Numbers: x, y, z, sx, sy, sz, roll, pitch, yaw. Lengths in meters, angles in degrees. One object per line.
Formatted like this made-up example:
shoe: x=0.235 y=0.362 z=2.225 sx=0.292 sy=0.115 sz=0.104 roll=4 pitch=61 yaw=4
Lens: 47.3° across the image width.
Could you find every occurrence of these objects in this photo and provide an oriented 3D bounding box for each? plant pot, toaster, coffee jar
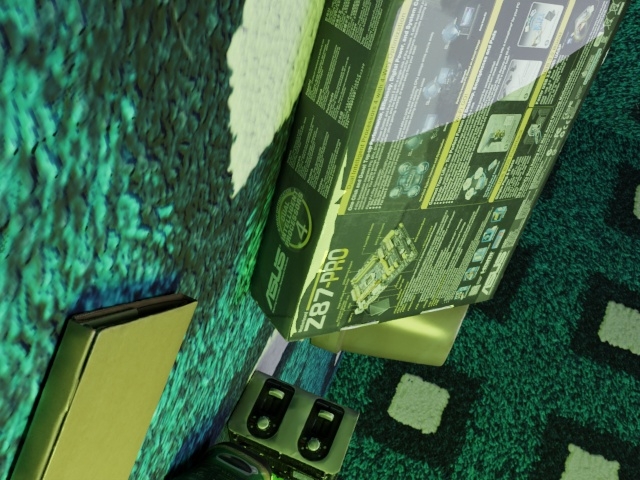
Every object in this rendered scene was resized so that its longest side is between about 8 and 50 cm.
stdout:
plant pot: x=0.168 y=0.133 z=1.589 sx=0.323 sy=0.280 sz=0.323 roll=23 pitch=90 yaw=-80
toaster: x=-0.039 y=0.287 z=1.068 sx=0.185 sy=0.168 sz=0.110 roll=96 pitch=17 yaw=-60
coffee jar: x=-0.118 y=0.295 z=0.843 sx=0.079 sy=0.096 sz=0.184 roll=-65 pitch=171 yaw=3

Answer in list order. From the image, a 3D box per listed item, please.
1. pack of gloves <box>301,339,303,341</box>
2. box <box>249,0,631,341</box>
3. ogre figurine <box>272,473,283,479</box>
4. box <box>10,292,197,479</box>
pack of gloves: x=0.000 y=0.000 z=1.066 sx=0.195 sy=0.046 sz=0.232 roll=-75 pitch=-177 yaw=-48
box: x=0.119 y=-0.091 z=0.759 sx=0.318 sy=0.097 sz=0.394 roll=-9 pitch=130 yaw=-36
ogre figurine: x=-0.119 y=0.466 z=1.324 sx=0.118 sy=0.097 sz=0.197 roll=63 pitch=32 yaw=-56
box: x=-0.150 y=0.135 z=0.480 sx=0.164 sy=0.021 sz=0.201 roll=-7 pitch=118 yaw=-80
